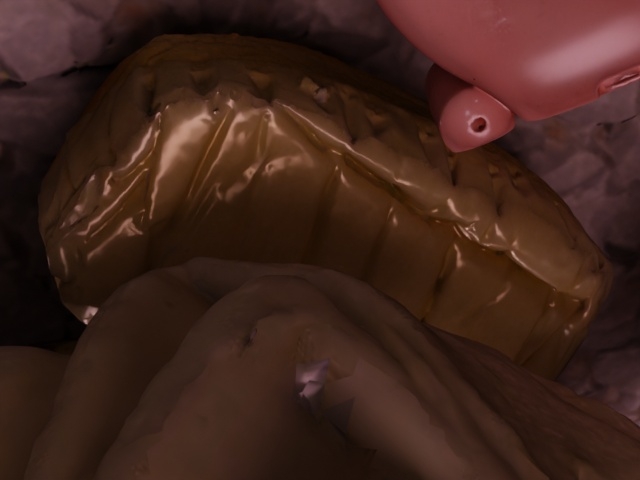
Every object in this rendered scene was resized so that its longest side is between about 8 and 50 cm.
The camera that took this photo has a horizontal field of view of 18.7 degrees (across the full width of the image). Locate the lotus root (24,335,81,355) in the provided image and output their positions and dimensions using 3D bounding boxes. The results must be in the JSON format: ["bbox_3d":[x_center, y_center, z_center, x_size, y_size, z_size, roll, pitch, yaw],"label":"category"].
[{"bbox_3d":[-0.072,0.103,0.861,0.214,0.138,0.138,8,125,-33],"label":"lotus root"}]

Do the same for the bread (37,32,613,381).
[{"bbox_3d":[0.000,0.000,0.802,0.236,0.106,0.140,25,107,-25],"label":"bread"}]

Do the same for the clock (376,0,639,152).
[{"bbox_3d":[0.080,-0.132,0.717,0.166,0.093,0.162,-23,104,6],"label":"clock"}]

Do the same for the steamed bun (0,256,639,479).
[{"bbox_3d":[-0.014,0.188,0.644,0.352,0.247,0.339,26,89,-10],"label":"steamed bun"}]
